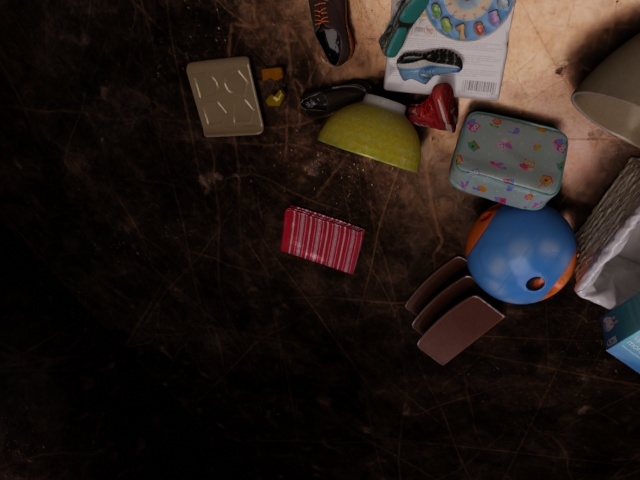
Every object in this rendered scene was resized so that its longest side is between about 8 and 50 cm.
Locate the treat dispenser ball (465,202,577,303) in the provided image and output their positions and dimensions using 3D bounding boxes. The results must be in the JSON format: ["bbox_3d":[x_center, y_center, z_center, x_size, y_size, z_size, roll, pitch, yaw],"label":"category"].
[{"bbox_3d":[0.545,0.029,1.463,0.288,0.288,0.288,10,125,14],"label":"treat dispenser ball"}]

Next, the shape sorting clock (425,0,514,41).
[{"bbox_3d":[0.337,-0.557,1.216,0.206,0.040,0.206,12,127,17],"label":"shape sorting clock"}]

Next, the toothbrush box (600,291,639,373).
[{"bbox_3d":[0.854,0.198,1.239,0.216,0.126,0.295,35,127,-6],"label":"toothbrush box"}]

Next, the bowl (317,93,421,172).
[{"bbox_3d":[0.151,-0.299,1.427,0.289,0.289,0.156,20,102,6],"label":"bowl"}]

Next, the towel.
[{"bbox_3d":[0.000,0.000,1.809,0.274,0.031,0.199,18,127,8],"label":"towel"}]

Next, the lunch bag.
[{"bbox_3d":[0.486,-0.210,1.376,0.279,0.224,0.108,17,157,7],"label":"lunch bag"}]

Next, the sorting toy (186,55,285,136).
[{"bbox_3d":[-0.240,-0.433,1.606,0.307,0.041,0.229,1,118,20],"label":"sorting toy"}]

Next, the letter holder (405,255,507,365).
[{"bbox_3d":[0.418,0.223,1.730,0.214,0.152,0.302,36,127,-3],"label":"letter holder"}]

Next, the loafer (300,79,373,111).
[{"bbox_3d":[0.040,-0.392,1.500,0.220,0.078,0.080,-5,120,23],"label":"loafer"}]

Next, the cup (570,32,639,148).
[{"bbox_3d":[0.762,-0.340,1.154,0.331,0.331,0.237,31,101,-1],"label":"cup"}]

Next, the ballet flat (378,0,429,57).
[{"bbox_3d":[0.192,-0.531,1.275,0.070,0.070,0.188,33,131,-3],"label":"ballet flat"}]

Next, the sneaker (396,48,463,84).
[{"bbox_3d":[0.273,-0.428,1.331,0.162,0.063,0.073,6,142,21],"label":"sneaker"}]

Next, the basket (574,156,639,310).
[{"bbox_3d":[0.869,0.014,1.349,0.331,0.266,0.328,23,127,5],"label":"basket"}]

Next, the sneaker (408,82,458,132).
[{"bbox_3d":[0.280,-0.337,1.386,0.128,0.087,0.221,7,168,23],"label":"sneaker"}]

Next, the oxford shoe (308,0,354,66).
[{"bbox_3d":[0.019,-0.583,1.367,0.096,0.098,0.271,-10,118,26],"label":"oxford shoe"}]

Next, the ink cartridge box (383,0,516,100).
[{"bbox_3d":[0.317,-0.497,1.335,0.296,0.066,0.261,10,124,14],"label":"ink cartridge box"}]
